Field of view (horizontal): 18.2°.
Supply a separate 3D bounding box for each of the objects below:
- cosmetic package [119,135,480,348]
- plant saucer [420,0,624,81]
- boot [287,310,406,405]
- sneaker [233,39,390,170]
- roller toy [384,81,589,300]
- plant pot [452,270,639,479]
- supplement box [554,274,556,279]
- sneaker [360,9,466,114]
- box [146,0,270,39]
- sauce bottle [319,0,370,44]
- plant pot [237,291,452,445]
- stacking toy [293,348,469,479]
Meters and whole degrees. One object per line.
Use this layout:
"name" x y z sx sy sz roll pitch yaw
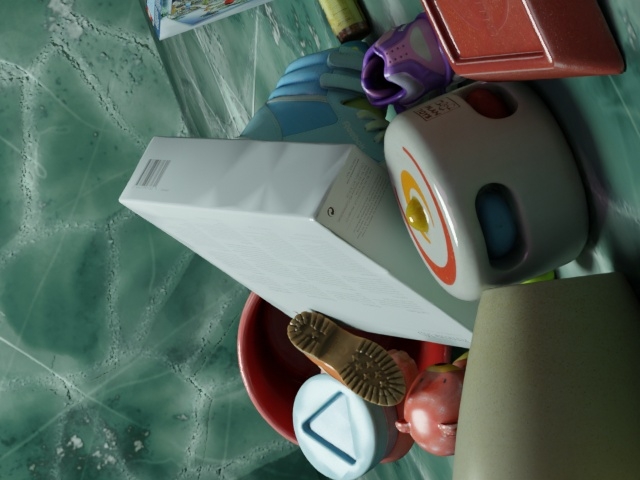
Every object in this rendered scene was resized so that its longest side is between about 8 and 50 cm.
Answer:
"cosmetic package" 0.000 0.000 2.138 0.284 0.097 0.377 38 162 -32
"plant saucer" 0.129 -0.243 1.686 0.258 0.048 0.259 64 163 -12
"boot" 0.039 0.141 2.256 0.158 0.059 0.084 35 170 27
"sneaker" 0.062 -0.115 2.240 0.319 0.208 0.127 21 164 23
"roller toy" 0.146 -0.049 1.863 0.191 0.146 0.209 98 149 -68
"plant pot" 0.224 0.170 1.769 0.256 0.256 0.274 163 100 -79
"supplement box" 0.216 0.060 2.022 0.055 0.043 0.083 -135 26 -63
"sneaker" 0.087 -0.167 2.030 0.095 0.104 0.236 64 170 11
"box" -0.075 -0.302 2.192 0.159 0.233 0.044 111 137 -74
"sauce bottle" 0.015 -0.287 2.303 0.042 0.042 0.128 101 147 -71
"plant pot" 0.021 0.120 2.578 0.243 0.275 0.275 -125 14 -81
"stacking toy" 0.068 0.137 2.310 0.309 0.130 0.279 -18 88 44
